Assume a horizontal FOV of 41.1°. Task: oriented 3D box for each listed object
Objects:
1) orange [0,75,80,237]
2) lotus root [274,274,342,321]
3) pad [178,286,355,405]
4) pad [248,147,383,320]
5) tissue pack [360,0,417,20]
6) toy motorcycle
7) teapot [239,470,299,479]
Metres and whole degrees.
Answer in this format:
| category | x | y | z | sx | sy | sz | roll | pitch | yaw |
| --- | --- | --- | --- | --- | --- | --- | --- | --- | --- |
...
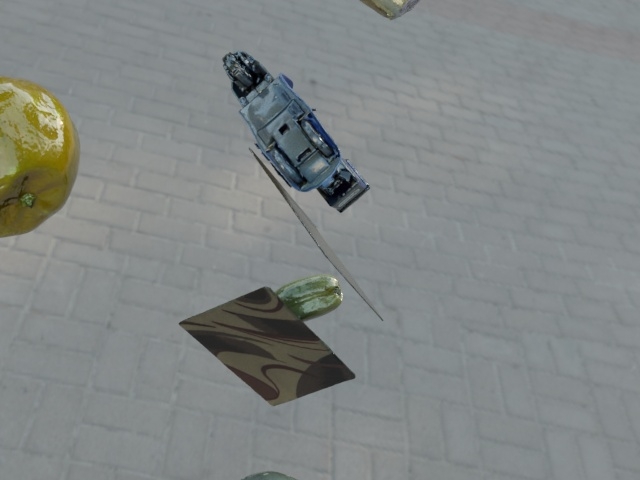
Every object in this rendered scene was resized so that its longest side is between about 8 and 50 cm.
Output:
| category | x | y | z | sx | sy | sz | roll | pitch | yaw |
| --- | --- | --- | --- | --- | --- | --- | --- | --- | --- |
| orange | -0.521 | -0.130 | 1.381 | 0.235 | 0.279 | 0.279 | 44 | 42 | 15 |
| lotus root | -0.044 | 0.126 | 1.771 | 0.183 | 0.090 | 0.077 | -22 | 12 | 0 |
| pad | -0.102 | 0.223 | 1.721 | 0.330 | 0.220 | 0.004 | 48 | 30 | -35 |
| pad | 0.000 | 0.000 | 1.492 | 0.007 | 0.367 | 0.247 | -36 | 63 | 3 |
| tissue pack | 0.105 | -0.597 | 1.867 | 0.257 | 0.123 | 0.215 | 44 | 28 | -3 |
| toy motorcycle | -0.062 | -0.220 | 1.648 | 0.358 | 0.125 | 0.213 | 54 | 11 | 16 |
| teapot | -0.086 | 0.490 | 1.301 | 0.184 | 0.183 | 0.250 | 25 | 65 | 5 |
